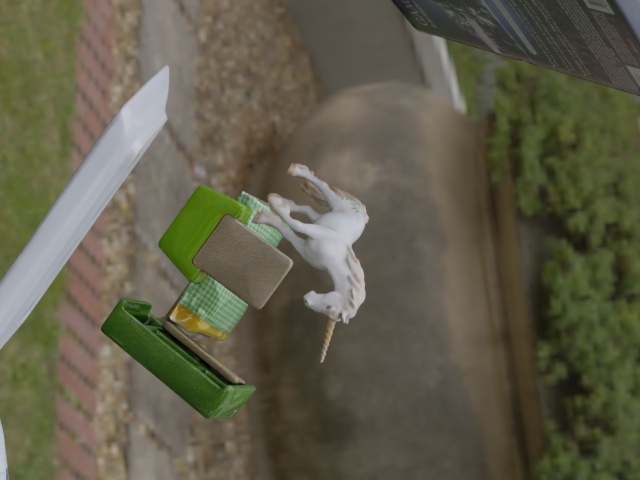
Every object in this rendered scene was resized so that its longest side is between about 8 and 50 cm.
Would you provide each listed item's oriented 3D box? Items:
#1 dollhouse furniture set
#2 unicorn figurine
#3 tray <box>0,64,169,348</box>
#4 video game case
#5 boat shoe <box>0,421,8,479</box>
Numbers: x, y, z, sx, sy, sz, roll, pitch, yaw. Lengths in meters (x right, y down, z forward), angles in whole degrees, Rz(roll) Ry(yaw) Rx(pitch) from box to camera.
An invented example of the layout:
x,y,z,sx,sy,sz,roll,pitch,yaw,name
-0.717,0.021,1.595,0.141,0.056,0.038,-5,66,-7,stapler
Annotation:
x,y,z,sx,sy,sz,roll,pitch,yaw,name
-0.080,0.069,1.709,0.197,0.151,0.301,-55,167,3,dollhouse furniture set
0.000,0.000,1.274,0.060,0.111,0.162,-53,-177,47,unicorn figurine
-0.196,-0.009,1.208,0.030,0.270,0.145,36,20,-4,tray
0.145,-0.194,1.255,0.026,0.274,0.196,-60,142,-8,video game case
-0.381,0.325,1.714,0.119,0.121,0.335,49,33,-64,boat shoe
